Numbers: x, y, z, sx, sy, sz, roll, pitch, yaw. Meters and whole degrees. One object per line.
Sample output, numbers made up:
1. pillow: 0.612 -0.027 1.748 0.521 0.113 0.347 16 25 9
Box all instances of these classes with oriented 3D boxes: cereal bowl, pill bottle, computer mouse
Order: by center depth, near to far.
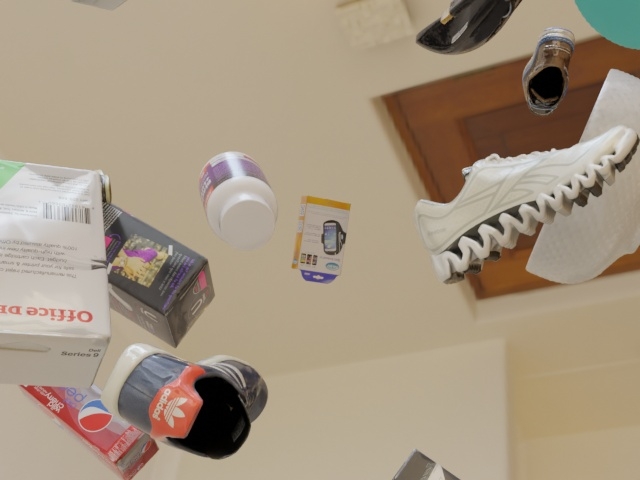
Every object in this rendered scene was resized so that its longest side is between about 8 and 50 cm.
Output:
1. computer mouse: 0.205 -0.289 1.231 0.184 0.262 0.060 -30 -87 -41
2. pill bottle: -0.123 -0.057 1.433 0.193 0.108 0.108 -120 6 -64
3. cereal bowl: 0.440 -0.081 1.440 0.339 0.141 0.339 22 -90 -78

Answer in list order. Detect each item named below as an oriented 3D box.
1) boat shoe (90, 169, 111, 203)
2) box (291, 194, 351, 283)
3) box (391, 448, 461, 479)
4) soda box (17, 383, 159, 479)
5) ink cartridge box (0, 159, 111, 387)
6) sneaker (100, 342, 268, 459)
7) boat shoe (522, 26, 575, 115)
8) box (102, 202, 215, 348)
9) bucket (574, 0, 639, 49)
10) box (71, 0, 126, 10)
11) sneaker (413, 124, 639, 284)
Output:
1. boat shoe: -0.422 -0.099 1.767 0.152 0.049 0.056 -153 60 -65
2. box: 0.000 0.000 1.534 0.081 0.028 0.136 10 -91 -26
3. box: 0.172 0.443 1.148 0.242 0.307 0.076 -49 -16 -26
4. soda box: -0.404 0.299 1.630 0.083 0.263 0.092 -46 -27 -25
5. ink cartridge box: -0.393 0.038 1.227 0.211 0.122 0.289 7 -133 -24
6. sneaker: -0.135 0.228 1.247 0.131 0.148 0.350 -66 -26 1
7. boat shoe: 0.317 -0.223 1.343 0.183 0.066 0.066 72 -149 -64
8. box: -0.355 0.060 1.825 0.143 0.270 0.165 -54 -15 -24
9. bucket: 0.567 -0.468 1.594 0.183 0.281 0.281 -35 -63 -26
10. box: -0.310 -0.402 1.357 0.087 0.102 0.101 -3 -108 -56
11. sneaker: 0.245 -0.065 1.149 0.118 0.292 0.110 61 -169 15
